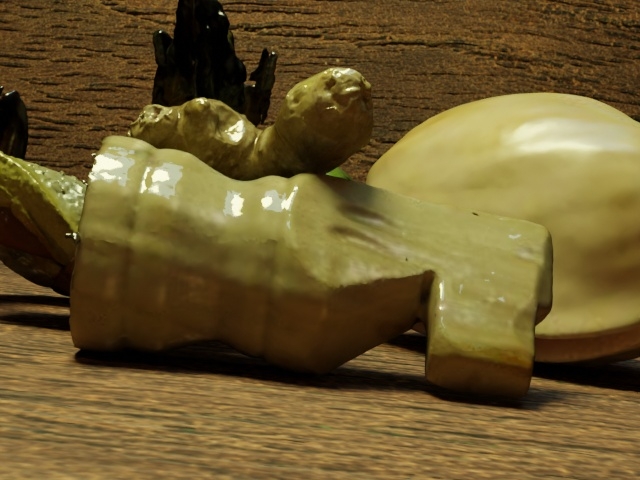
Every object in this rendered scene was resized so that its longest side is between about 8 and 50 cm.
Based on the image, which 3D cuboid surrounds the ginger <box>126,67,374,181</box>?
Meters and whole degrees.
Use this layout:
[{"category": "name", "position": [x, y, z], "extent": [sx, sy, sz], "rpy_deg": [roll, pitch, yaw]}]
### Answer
[{"category": "ginger", "position": [-0.054, -0.065, 0.745], "extent": [0.133, 0.059, 0.214], "rpy_deg": [28, -30, -20]}]

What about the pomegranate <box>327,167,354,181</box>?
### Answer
[{"category": "pomegranate", "position": [0.005, 0.005, 1.139], "extent": [0.220, 0.156, 0.156], "rpy_deg": [28, -9, -27]}]

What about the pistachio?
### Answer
[{"category": "pistachio", "position": [0.175, 0.000, 0.895], "extent": [0.308, 0.230, 0.230], "rpy_deg": [2, -1, 33]}]

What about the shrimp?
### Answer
[{"category": "shrimp", "position": [-0.170, -0.062, 0.874], "extent": [0.233, 0.071, 0.365], "rpy_deg": [8, -38, -14]}]

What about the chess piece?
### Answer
[{"category": "chess piece", "position": [0.000, 0.019, 0.700], "extent": [0.300, 0.137, 0.137], "rpy_deg": [7, 1, -3]}]

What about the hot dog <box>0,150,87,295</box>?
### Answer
[{"category": "hot dog", "position": [-0.145, 0.014, 0.830], "extent": [0.261, 0.093, 0.123], "rpy_deg": [17, -22, -17]}]
